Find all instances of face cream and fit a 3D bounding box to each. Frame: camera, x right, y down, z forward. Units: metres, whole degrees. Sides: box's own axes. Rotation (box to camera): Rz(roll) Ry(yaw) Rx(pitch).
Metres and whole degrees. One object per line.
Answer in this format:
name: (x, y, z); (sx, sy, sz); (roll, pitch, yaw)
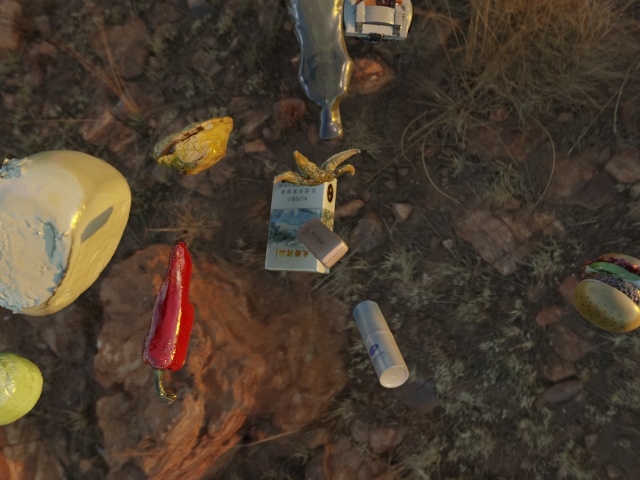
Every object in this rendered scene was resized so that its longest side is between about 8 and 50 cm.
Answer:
face cream: (0.151, 0.260, 1.350); (0.077, 0.077, 0.250); (-42, 31, 13)

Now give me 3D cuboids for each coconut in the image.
coconut: (-0.391, 0.182, 0.641); (0.088, 0.096, 0.087); (1, 60, -1)

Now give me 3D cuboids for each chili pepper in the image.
chili pepper: (-0.358, 0.191, 1.251); (0.110, 0.110, 0.387); (3, 77, 23)

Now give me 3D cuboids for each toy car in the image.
toy car: (0.137, -0.639, 1.277); (0.193, 0.118, 0.301); (4, 96, -5)

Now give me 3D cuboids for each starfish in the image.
starfish: (0.006, -0.152, 1.101); (0.176, 0.208, 0.053); (-29, 78, 30)

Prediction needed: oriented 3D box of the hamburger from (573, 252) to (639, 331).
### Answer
hamburger: (0.639, 0.123, 1.145); (0.175, 0.175, 0.137); (35, 70, 22)

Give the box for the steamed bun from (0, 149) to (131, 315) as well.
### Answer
steamed bun: (-0.561, -0.034, 1.089); (0.233, 0.312, 0.333); (29, 102, -6)

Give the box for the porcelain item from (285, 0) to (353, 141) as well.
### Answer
porcelain item: (0.006, -0.246, 0.718); (0.081, 0.069, 0.215); (-10, 97, 1)

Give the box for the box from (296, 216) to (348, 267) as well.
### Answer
box: (0.000, 0.000, 0.814); (0.048, 0.025, 0.115); (-45, 32, 1)

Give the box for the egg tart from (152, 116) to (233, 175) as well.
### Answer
egg tart: (-0.327, -0.245, 1.387); (0.241, 0.241, 0.106); (-27, 92, 18)

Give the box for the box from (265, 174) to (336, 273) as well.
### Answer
box: (-0.052, -0.044, 1.391); (0.164, 0.069, 0.256); (0, 81, 29)
